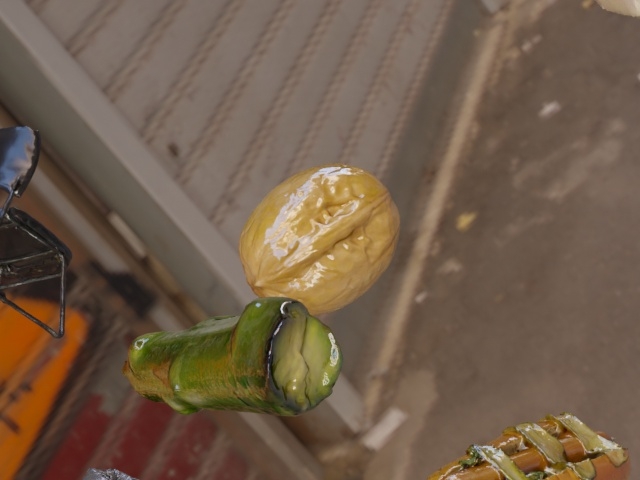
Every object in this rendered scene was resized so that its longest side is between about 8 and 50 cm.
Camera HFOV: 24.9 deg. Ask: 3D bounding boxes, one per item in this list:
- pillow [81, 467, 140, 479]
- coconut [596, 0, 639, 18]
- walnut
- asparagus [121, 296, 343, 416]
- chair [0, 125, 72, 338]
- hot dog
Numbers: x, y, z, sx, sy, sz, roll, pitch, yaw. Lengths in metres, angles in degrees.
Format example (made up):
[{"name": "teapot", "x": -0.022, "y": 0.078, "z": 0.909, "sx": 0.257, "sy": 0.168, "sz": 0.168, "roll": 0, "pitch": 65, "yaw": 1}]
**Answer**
[{"name": "pillow", "x": -0.186, "y": 0.370, "z": 1.455, "sx": 0.326, "sy": 0.101, "sz": 0.228, "roll": 9, "pitch": 80, "yaw": 55}, {"name": "coconut", "x": 0.381, "y": -0.376, "z": 1.640, "sx": 0.224, "sy": 0.234, "sz": 0.224, "roll": -19, "pitch": 37, "yaw": 15}, {"name": "walnut", "x": 0.000, "y": 0.000, "z": 1.656, "sx": 0.206, "sy": 0.159, "sz": 0.159, "roll": -35, "pitch": 16, "yaw": -29}, {"name": "asparagus", "x": -0.071, "y": 0.092, "z": 1.064, "sx": 0.085, "sy": 0.082, "sz": 0.343, "roll": -13, "pitch": -2, "yaw": -24}, {"name": "chair", "x": -0.366, "y": -0.003, "z": 1.676, "sx": 0.140, "sy": 0.145, "sz": 0.221, "roll": -11, "pitch": 53, "yaw": 31}, {"name": "hot dog", "x": 0.195, "y": 0.222, "z": 1.370, "sx": 0.269, "sy": 0.072, "sz": 0.109, "roll": -9, "pitch": 31, "yaw": -43}]
